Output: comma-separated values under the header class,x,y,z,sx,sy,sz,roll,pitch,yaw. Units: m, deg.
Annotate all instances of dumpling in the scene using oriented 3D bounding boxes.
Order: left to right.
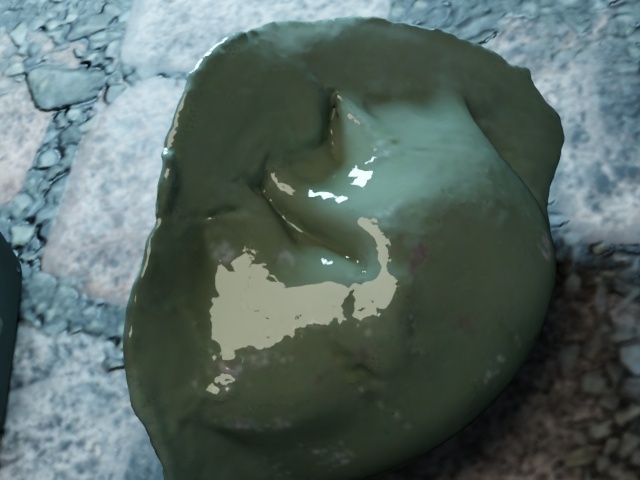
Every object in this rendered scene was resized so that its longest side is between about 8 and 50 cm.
class,x,y,z,sx,sy,sz,roll,pitch,yaw
dumpling,0.004,0.024,1.147,0.270,0.212,0.321,24,44,-7

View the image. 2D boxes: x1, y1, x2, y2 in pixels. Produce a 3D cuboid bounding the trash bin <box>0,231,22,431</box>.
class,x,y,z,sx,sy,sz,roll,pitch,yaw
trash bin,-0.345,0.073,1.295,0.236,0.101,0.177,-9,52,12
